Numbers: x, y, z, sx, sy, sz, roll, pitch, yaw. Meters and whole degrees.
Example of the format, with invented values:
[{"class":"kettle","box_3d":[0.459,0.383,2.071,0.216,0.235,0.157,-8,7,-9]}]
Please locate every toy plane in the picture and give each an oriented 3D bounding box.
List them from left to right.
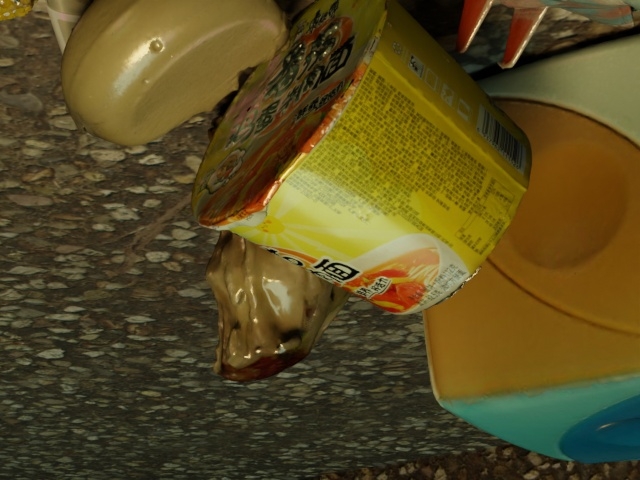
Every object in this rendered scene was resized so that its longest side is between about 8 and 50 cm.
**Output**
[{"class":"toy plane","box_3d":[0.212,-0.212,0.997,0.223,0.104,0.326,12,171,-29]}]

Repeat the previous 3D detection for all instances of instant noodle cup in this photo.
[{"class":"instant noodle cup","box_3d":[0.042,-0.072,1.114,0.200,0.264,0.264,34,145,-22]}]

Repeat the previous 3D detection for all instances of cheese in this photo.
[{"class":"cheese","box_3d":[-0.133,-0.162,1.083,0.202,0.091,0.175,-36,161,5]}]

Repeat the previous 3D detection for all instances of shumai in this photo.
[{"class":"shumai","box_3d":[0.001,0.003,1.338,0.217,0.283,0.346,-4,155,17]}]

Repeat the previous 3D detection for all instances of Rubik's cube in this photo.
[{"class":"Rubik's cube","box_3d":[0.323,0.021,1.288,0.352,0.347,0.351,-17,153,35]}]

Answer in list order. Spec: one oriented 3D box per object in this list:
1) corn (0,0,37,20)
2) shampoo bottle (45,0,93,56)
[{"class":"corn","box_3d":[-0.349,-0.219,1.054,0.231,0.080,0.080,4,158,-8]},{"class":"shampoo bottle","box_3d":[-0.194,-0.188,1.158,0.086,0.056,0.227,-9,159,-5]}]
